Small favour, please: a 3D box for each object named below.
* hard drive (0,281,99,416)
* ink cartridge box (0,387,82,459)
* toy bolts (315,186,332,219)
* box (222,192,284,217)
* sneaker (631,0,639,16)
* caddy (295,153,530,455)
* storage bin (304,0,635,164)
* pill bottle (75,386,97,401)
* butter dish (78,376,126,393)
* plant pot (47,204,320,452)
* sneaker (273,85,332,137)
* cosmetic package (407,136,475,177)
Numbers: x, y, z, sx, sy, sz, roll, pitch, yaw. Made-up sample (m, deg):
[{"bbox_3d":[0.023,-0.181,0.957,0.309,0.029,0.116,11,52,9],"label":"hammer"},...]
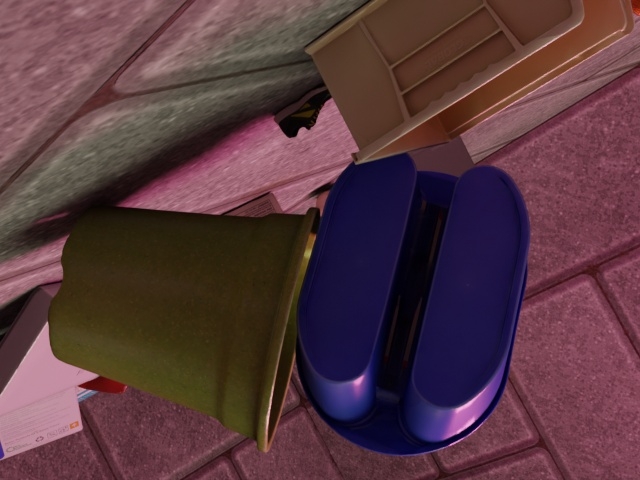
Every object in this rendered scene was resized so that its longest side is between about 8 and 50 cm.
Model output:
[{"bbox_3d":[-0.397,0.155,1.559,0.233,0.047,0.353,-55,170,12],"label":"hard drive"},{"bbox_3d":[-0.585,0.284,1.723,0.303,0.072,0.307,-17,139,-21],"label":"ink cartridge box"},{"bbox_3d":[0.000,0.000,1.970,0.228,0.218,0.158,-47,167,7],"label":"toy bolts"},{"bbox_3d":[-0.101,0.062,1.654,0.148,0.232,0.127,-26,175,-21],"label":"box"},{"bbox_3d":[0.549,-0.403,1.588,0.175,0.064,0.067,-31,159,-42],"label":"sneaker"},{"bbox_3d":[0.103,0.063,1.084,0.241,0.341,0.179,13,160,8],"label":"caddy"},{"bbox_3d":[0.161,-0.201,0.963,0.260,0.123,0.262,-30,175,28],"label":"storage bin"},{"bbox_3d":[-0.509,0.255,1.927,0.264,0.146,0.146,-28,176,3],"label":"pill bottle"},{"bbox_3d":[-0.362,0.207,1.815,0.160,0.160,0.118,-1,164,41],"label":"butter dish"},{"bbox_3d":[-0.151,0.073,1.088,0.254,0.276,0.276,12,176,2],"label":"plant pot"},{"bbox_3d":[-0.011,-0.145,1.105,0.083,0.035,0.031,-30,176,22],"label":"sneaker"},{"bbox_3d":[0.193,-0.103,1.549,0.107,0.238,0.127,-28,176,3],"label":"cosmetic package"}]
